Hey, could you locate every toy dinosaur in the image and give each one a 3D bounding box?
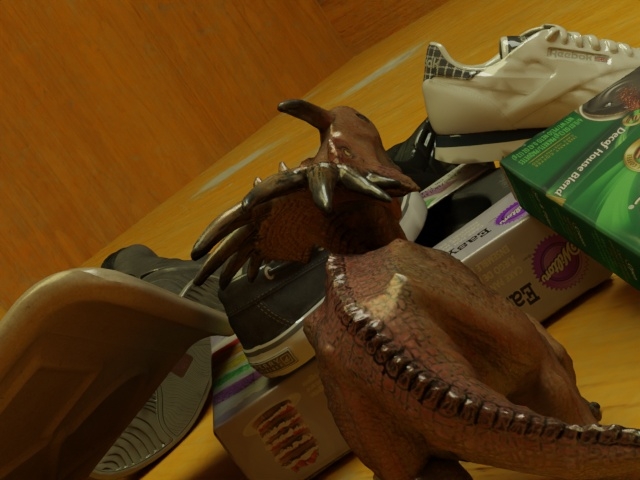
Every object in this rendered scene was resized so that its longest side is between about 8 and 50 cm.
[{"bbox_3d":[0.033,0.037,0.470,0.127,0.200,0.296,-35,11,-4],"label":"toy dinosaur"}]

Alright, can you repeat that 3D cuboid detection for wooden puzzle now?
[{"bbox_3d":[-0.214,0.144,0.651,0.348,0.080,0.322,-47,-10,-2],"label":"wooden puzzle"}]

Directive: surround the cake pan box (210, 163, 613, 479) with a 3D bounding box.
[{"bbox_3d":[0.048,0.046,0.763,0.267,0.070,0.246,-34,12,1],"label":"cake pan box"}]

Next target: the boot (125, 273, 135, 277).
[{"bbox_3d":[-0.243,0.134,1.066,0.083,0.161,0.246,4,-24,-40],"label":"boot"}]

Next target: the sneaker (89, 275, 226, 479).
[{"bbox_3d":[-0.148,0.139,0.975,0.222,0.083,0.118,-53,1,-41],"label":"sneaker"}]

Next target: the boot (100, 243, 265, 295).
[{"bbox_3d":[-0.126,0.044,1.245,0.223,0.118,0.338,-32,21,-1],"label":"boot"}]

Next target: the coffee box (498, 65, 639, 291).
[{"bbox_3d":[0.186,-0.028,0.566,0.113,0.040,0.184,-34,32,-5],"label":"coffee box"}]

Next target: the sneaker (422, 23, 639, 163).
[{"bbox_3d":[0.193,-0.116,0.810,0.235,0.094,0.090,-8,5,4],"label":"sneaker"}]

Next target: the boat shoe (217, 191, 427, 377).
[{"bbox_3d":[0.000,0.000,0.719,0.080,0.076,0.228,-26,14,38],"label":"boat shoe"}]

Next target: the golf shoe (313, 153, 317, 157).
[{"bbox_3d":[0.034,-0.102,1.463,0.086,0.067,0.186,-30,11,15],"label":"golf shoe"}]

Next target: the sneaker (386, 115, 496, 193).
[{"bbox_3d":[0.050,-0.024,1.001,0.130,0.109,0.286,-37,-7,40],"label":"sneaker"}]
